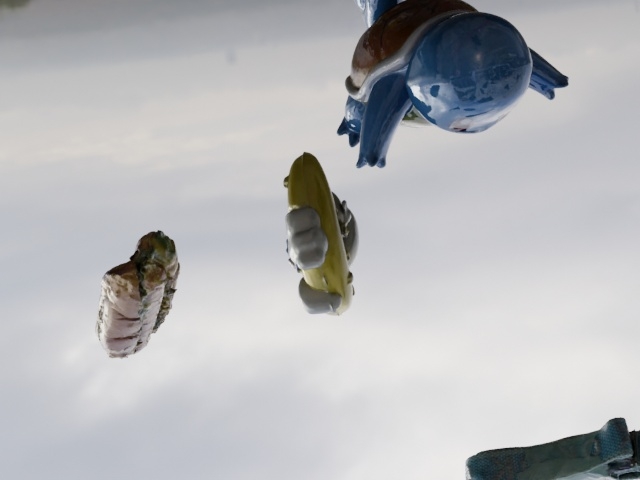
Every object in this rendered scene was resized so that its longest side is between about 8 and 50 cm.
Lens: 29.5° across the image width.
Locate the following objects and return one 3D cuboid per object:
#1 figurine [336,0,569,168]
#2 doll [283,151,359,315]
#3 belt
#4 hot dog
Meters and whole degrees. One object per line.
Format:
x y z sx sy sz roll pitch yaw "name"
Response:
0.148 -0.225 1.567 0.298 0.243 0.416 -14 -148 -14 "figurine"
0.000 0.000 1.766 0.111 0.237 0.252 -15 -132 9 "doll"
0.345 0.325 1.762 0.302 0.087 0.072 -21 -137 32 "belt"
-0.221 0.072 1.450 0.115 0.072 0.269 -43 173 -23 "hot dog"
